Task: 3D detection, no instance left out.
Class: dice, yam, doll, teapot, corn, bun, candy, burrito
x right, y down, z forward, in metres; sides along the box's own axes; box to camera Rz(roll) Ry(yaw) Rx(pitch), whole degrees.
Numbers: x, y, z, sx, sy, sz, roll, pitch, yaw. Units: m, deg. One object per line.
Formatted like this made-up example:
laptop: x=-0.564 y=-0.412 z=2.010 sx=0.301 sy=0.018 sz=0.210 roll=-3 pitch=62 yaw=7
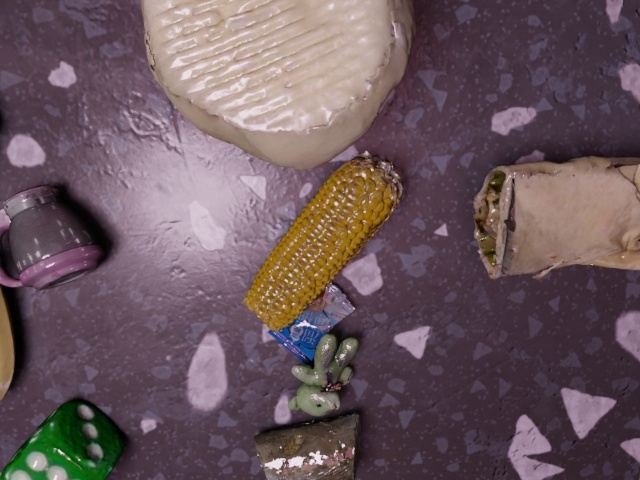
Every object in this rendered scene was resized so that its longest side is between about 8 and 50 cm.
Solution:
dice: x=-0.405 y=0.347 z=0.777 sx=0.131 sy=0.120 sz=0.128 roll=-44 pitch=101 yaw=6
yam: x=-0.016 y=0.355 z=0.815 sx=0.183 sy=0.107 sz=0.107 roll=-9 pitch=101 yaw=1
doll: x=0.010 y=0.222 z=0.792 sx=0.114 sy=0.077 sz=0.151 roll=9 pitch=108 yaw=-30
teapot: x=-0.412 y=-0.003 z=0.730 sx=0.148 sy=0.116 sz=0.146 roll=-27 pitch=88 yaw=29
corn: x=0.000 y=0.000 z=0.748 sx=0.115 sy=0.115 sz=0.318 roll=39 pitch=96 yaw=-9
bun: x=-0.049 y=-0.269 z=0.648 sx=0.359 sy=0.211 sz=0.360 roll=0 pitch=92 yaw=4
candy: x=-0.012 y=0.127 z=0.806 sx=0.088 sy=0.038 sz=0.136 roll=40 pitch=93 yaw=3
burrito: x=0.405 y=-0.041 z=0.750 sx=0.331 sy=0.135 sz=0.191 roll=-4 pitch=109 yaw=-6

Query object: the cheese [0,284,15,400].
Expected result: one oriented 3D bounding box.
cheese: x=-0.598 y=0.098 z=0.724 sx=0.259 sy=0.128 sz=0.316 roll=-1 pitch=105 yaw=-13
